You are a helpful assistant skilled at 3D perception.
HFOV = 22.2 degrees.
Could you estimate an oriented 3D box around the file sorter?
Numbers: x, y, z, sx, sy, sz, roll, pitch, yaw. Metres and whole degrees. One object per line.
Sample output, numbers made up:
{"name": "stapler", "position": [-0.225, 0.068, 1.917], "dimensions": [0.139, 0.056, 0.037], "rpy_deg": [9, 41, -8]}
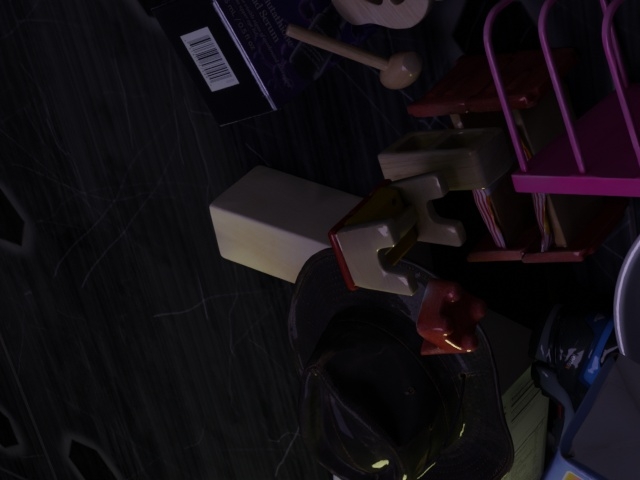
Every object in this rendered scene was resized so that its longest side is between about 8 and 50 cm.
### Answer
{"name": "file sorter", "position": [0.319, -0.163, 1.451], "dimensions": [0.290, 0.202, 0.182], "rpy_deg": [4, 123, 45]}

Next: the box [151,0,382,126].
{"name": "box", "position": [-0.052, -0.243, 1.764], "dimensions": [0.108, 0.207, 0.153], "rpy_deg": [-10, 116, 50]}

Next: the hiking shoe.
{"name": "hiking shoe", "position": [0.334, 0.205, 1.856], "dimensions": [0.132, 0.113, 0.304], "rpy_deg": [0, 131, 33]}

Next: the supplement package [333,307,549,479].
{"name": "supplement package", "position": [0.147, 0.229, 2.001], "dimensions": [0.199, 0.198, 0.263], "rpy_deg": [27, 140, 29]}

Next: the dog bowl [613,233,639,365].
{"name": "dog bowl", "position": [0.422, 0.070, 1.559], "dimensions": [0.265, 0.104, 0.265], "rpy_deg": [9, 107, 32]}

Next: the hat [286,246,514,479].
{"name": "hat", "position": [0.049, 0.175, 1.781], "dimensions": [0.331, 0.134, 0.331], "rpy_deg": [26, 133, 31]}

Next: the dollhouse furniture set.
{"name": "dollhouse furniture set", "position": [0.139, -0.024, 1.626], "dimensions": [0.152, 0.374, 0.201], "rpy_deg": [0, 121, 42]}

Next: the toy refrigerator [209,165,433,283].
{"name": "toy refrigerator", "position": [0.000, 0.000, 2.028], "dimensions": [0.269, 0.102, 0.094], "rpy_deg": [19, 135, 35]}

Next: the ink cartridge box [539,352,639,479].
{"name": "ink cartridge box", "position": [0.323, 0.328, 1.621], "dimensions": [0.270, 0.151, 0.395], "rpy_deg": [30, 145, 12]}

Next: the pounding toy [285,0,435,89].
{"name": "pounding toy", "position": [0.045, -0.279, 1.670], "dimensions": [0.269, 0.155, 0.154], "rpy_deg": [57, 149, -12]}
